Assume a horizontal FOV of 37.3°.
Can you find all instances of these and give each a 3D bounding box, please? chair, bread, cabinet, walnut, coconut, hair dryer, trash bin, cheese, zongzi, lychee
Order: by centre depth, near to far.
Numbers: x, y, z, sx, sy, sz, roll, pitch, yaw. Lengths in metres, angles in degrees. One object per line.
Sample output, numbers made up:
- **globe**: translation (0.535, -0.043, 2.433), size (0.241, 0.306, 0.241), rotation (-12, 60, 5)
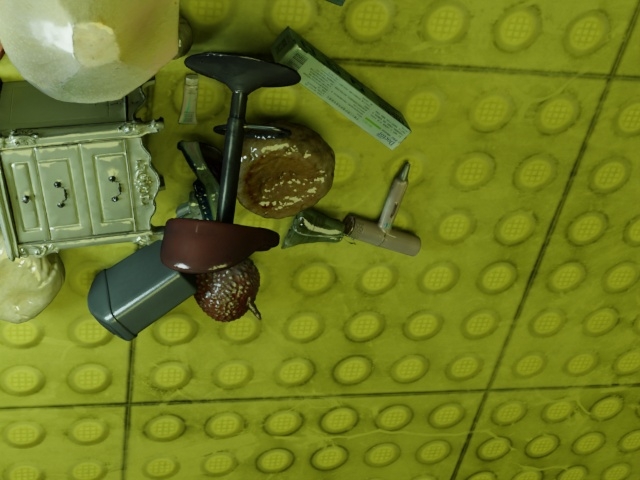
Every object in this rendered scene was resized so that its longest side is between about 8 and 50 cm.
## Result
- **coconut**: translation (-0.383, -0.398, 1.564), size (0.352, 0.353, 0.353), rotation (-7, 130, -9)
- **chair**: translation (-0.171, -0.128, 1.767), size (0.226, 0.226, 0.401), rotation (9, 85, -22)
- **walnut**: translation (-0.280, -0.380, 1.775), size (0.092, 0.092, 0.092), rotation (-7, 130, -9)
- **cabinet**: translation (-0.456, -0.147, 1.821), size (0.318, 0.227, 0.290), rotation (-6, 129, -10)
- **bread**: translation (-0.085, -0.154, 1.983), size (0.230, 0.123, 0.230), rotation (-9, 132, -10)
- **cheese**: translation (-0.667, 0.072, 2.020), size (0.226, 0.117, 0.214), rotation (-34, 123, 19)
- **trash bin**: translation (-0.395, 0.106, 2.079), size (0.236, 0.177, 0.101), rotation (-34, 128, 8)
- **lychee**: translation (-0.204, 0.106, 2.132), size (0.197, 0.165, 0.165), rotation (32, 123, 12)
- **zongzi**: translation (0.000, 0.000, 2.157), size (0.154, 0.062, 0.130), rotation (22, 124, -9)
- **hair dryer**: translation (0.182, -0.077, 2.173), size (0.195, 0.054, 0.220), rotation (18, 115, -28)

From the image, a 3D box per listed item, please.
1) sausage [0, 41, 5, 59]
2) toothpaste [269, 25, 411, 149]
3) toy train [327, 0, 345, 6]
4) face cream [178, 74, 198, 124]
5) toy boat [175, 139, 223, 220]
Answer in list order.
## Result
- **sausage**: translation (-0.582, -0.374, 1.710), size (0.065, 0.065, 0.169), rotation (30, 118, -32)
- **toothpaste**: translation (0.045, -0.303, 1.921), size (0.336, 0.081, 0.067), rotation (32, 115, -33)
- **toy train**: translation (-0.123, -0.532, 1.689), size (0.409, 0.089, 0.086), rotation (15, 128, -26)
- **face cream**: translation (-0.262, -0.279, 1.899), size (0.038, 0.020, 0.115), rotation (0, 129, -16)
- **toy boat**: translation (-0.254, -0.100, 1.987), size (0.115, 0.114, 0.262), rotation (-6, 129, -4)
